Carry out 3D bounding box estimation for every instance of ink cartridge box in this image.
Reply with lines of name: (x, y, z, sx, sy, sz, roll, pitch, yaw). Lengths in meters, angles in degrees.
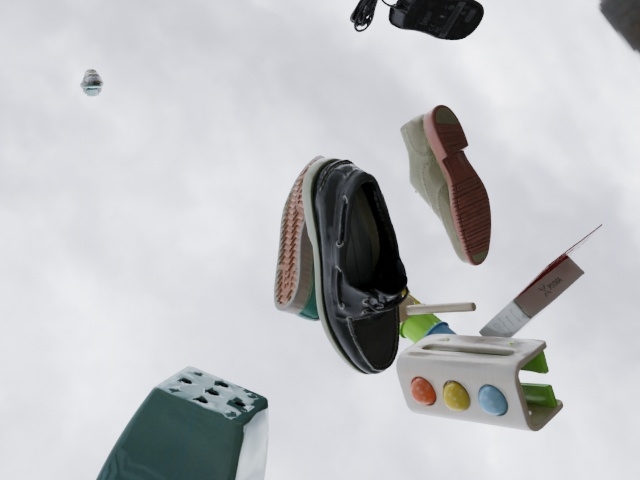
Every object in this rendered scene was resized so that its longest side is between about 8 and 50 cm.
ink cartridge box: (0.479, 0.097, 1.861, 0.060, 0.239, 0.275, 49, -138, 13)

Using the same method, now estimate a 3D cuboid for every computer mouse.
computer mouse: (0.187, -0.451, 1.586, 0.261, 0.184, 0.060, 0, -130, -23)

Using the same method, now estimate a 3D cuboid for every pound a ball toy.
pound a ball toy: (0.236, 0.213, 1.553, 0.135, 0.319, 0.208, -28, -74, -37)

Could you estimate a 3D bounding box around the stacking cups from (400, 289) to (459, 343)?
stacking cups: (0.260, 0.215, 1.857, 0.096, 0.096, 0.316, -1, -151, -46)

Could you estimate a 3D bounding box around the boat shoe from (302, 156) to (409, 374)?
boat shoe: (0.070, 0.048, 1.265, 0.127, 0.113, 0.340, -23, -69, -37)

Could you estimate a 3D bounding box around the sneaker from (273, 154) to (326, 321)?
sneaker: (0.000, 0.000, 1.589, 0.121, 0.108, 0.302, 22, -114, -30)

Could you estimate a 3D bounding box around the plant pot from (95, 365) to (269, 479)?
plant pot: (-0.152, 0.275, 0.991, 0.165, 0.234, 0.165, 21, -170, 11)

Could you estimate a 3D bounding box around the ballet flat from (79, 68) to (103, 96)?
ballet flat: (-0.401, -0.279, 1.557, 0.041, 0.114, 0.041, 0, -90, -16)

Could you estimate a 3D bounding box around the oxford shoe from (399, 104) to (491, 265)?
oxford shoe: (0.307, -0.125, 2.182, 0.140, 0.146, 0.397, -14, -91, -45)
